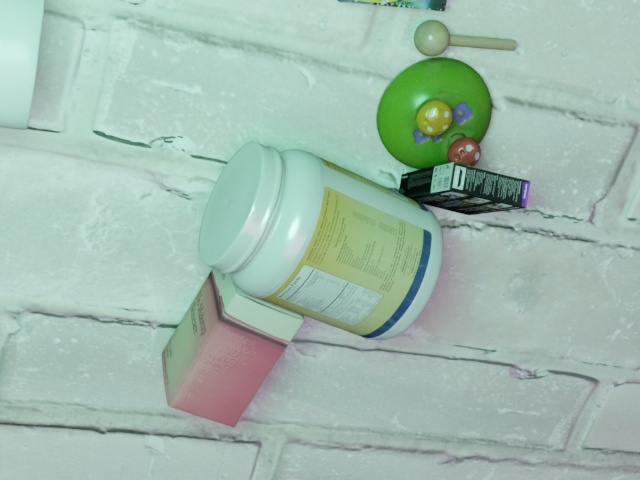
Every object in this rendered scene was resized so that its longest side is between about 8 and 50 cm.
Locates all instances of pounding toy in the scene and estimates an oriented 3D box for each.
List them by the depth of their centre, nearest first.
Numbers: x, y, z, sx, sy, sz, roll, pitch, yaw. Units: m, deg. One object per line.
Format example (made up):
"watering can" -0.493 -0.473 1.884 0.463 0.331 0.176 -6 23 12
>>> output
"pounding toy" 0.193 -0.194 1.531 0.183 0.110 0.237 10 118 -19

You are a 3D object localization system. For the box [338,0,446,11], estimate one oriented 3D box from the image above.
"box" 0.115 -0.438 1.403 0.159 0.044 0.233 2 120 -15

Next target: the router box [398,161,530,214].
"router box" 0.217 -0.077 1.571 0.133 0.179 0.046 12 84 -21

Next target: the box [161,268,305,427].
"box" -0.145 0.155 1.635 0.127 0.149 0.232 23 112 -24

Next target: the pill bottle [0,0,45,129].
"pill bottle" -0.546 -0.255 1.245 0.392 0.224 0.224 7 118 -17

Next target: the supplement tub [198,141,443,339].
"supplement tub" 0.000 0.000 1.530 0.316 0.228 0.228 23 113 -24
